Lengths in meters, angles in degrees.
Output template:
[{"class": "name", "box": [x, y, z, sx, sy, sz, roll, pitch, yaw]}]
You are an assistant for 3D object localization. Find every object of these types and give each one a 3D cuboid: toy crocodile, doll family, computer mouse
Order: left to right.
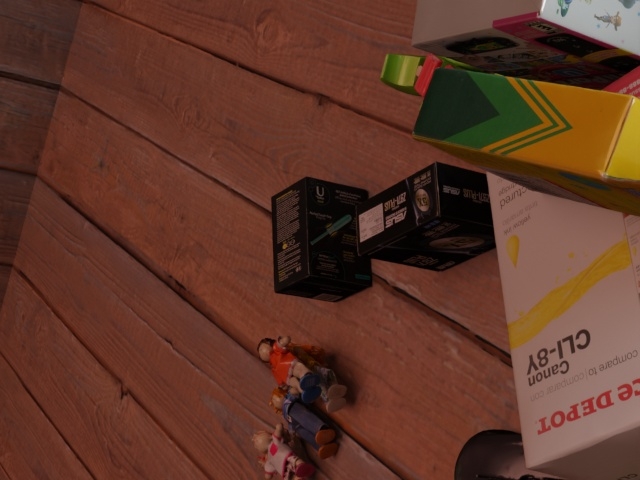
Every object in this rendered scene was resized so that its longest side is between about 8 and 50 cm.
[{"class": "doll family", "box": [-0.030, 0.252, 2.004, 0.163, 0.118, 0.263, 37, 130, 48]}, {"class": "toy crocodile", "box": [0.201, -0.193, 1.759, 0.340, 0.105, 0.115, 44, 117, 52]}, {"class": "computer mouse", "box": [0.245, 0.285, 1.578, 0.272, 0.072, 0.189, -13, 71, 55]}]

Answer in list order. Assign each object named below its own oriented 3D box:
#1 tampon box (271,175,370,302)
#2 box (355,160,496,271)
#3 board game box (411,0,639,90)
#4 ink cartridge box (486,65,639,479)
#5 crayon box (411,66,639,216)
[{"class": "tampon box", "box": [0.000, 0.000, 1.997, 0.101, 0.120, 0.161, -27, 58, 50]}, {"class": "box", "box": [0.157, -0.028, 1.738, 0.180, 0.147, 0.078, -28, 58, 50]}, {"class": "board game box", "box": [0.291, -0.236, 1.448, 0.224, 0.303, 0.098, 2, 82, 58]}, {"class": "ink cartridge box", "box": [0.344, 0.041, 1.383, 0.279, 0.160, 0.385, -32, 51, 42]}, {"class": "crayon box", "box": [0.266, -0.083, 1.233, 0.318, 0.202, 0.081, 20, 90, 52]}]
